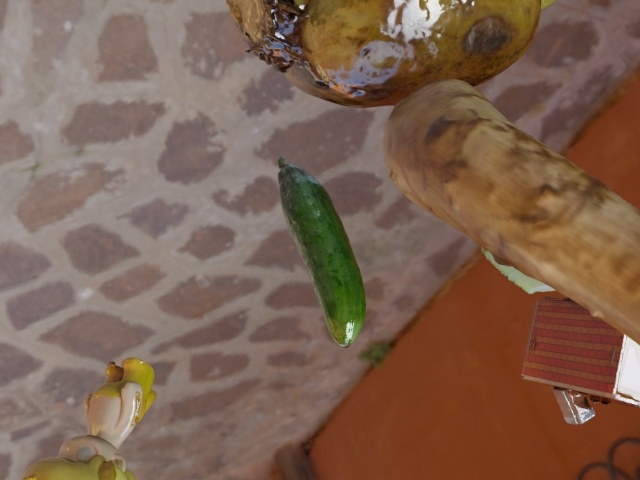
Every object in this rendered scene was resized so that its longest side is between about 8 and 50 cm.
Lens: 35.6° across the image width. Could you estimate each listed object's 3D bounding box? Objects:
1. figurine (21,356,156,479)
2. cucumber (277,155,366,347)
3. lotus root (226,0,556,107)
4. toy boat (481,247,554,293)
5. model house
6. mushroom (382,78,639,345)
[{"bbox_3d":[-0.234,0.235,1.017,0.156,0.246,0.131,-21,127,43],"label":"figurine"},{"bbox_3d":[0.000,0.000,1.025,0.056,0.250,0.056,-15,148,-10],"label":"cucumber"},{"bbox_3d":[0.070,-0.184,0.799,0.314,0.169,0.141,-10,125,-20],"label":"lotus root"},{"bbox_3d":[0.305,0.013,1.375,0.111,0.084,0.276,-8,157,31],"label":"toy boat"},{"bbox_3d":[0.307,0.092,1.068,0.154,0.207,0.294,-30,-173,-16],"label":"model house"},{"bbox_3d":[0.098,0.046,0.292,0.233,0.301,0.208,6,91,-54],"label":"mushroom"}]
